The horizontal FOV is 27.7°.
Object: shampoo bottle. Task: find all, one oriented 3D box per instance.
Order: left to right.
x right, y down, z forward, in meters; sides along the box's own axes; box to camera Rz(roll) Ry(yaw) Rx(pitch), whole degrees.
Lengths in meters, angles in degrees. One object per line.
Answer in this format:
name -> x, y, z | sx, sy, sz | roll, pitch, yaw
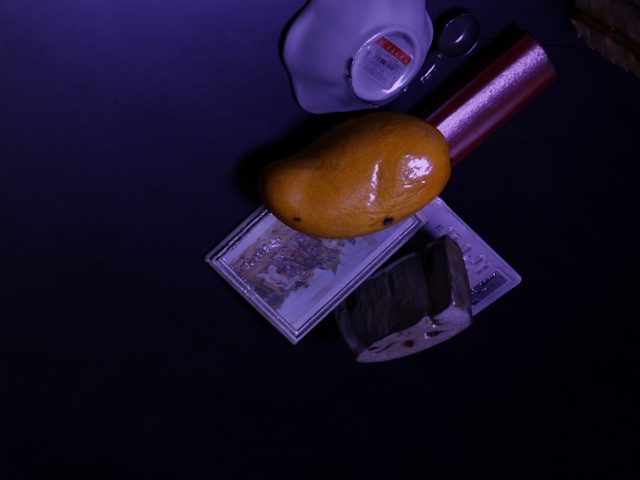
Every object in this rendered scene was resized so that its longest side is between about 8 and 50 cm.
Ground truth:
shampoo bottle -> 0.210, -0.179, 1.826 | 0.260, 0.064, 0.102 | -41, 138, 0

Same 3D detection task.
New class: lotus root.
lotus root -> 0.132, 0.092, 1.896 | 0.138, 0.119, 0.235 | 9, 148, -44

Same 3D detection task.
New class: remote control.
remote control -> 0.198, 0.020, 1.995 | 0.109, 0.055, 0.313 | -37, 142, 12

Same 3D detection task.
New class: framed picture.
framed picture -> 0.000, 0.000, 1.823 | 0.274, 0.017, 0.217 | -44, 122, 3

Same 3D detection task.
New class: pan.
pan -> 0.168, -0.262, 1.758 | 0.115, 0.023, 0.068 | -48, 138, 4

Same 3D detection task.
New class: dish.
dish -> 0.067, -0.239, 1.665 | 0.229, 0.081, 0.229 | -19, 132, -22

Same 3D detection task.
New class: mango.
mango -> 0.047, -0.086, 1.725 | 0.262, 0.109, 0.157 | -13, 110, -1

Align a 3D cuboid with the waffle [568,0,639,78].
waffle -> 0.566, -0.331, 1.783 | 0.376, 0.261, 0.114 | -20, 127, -12
